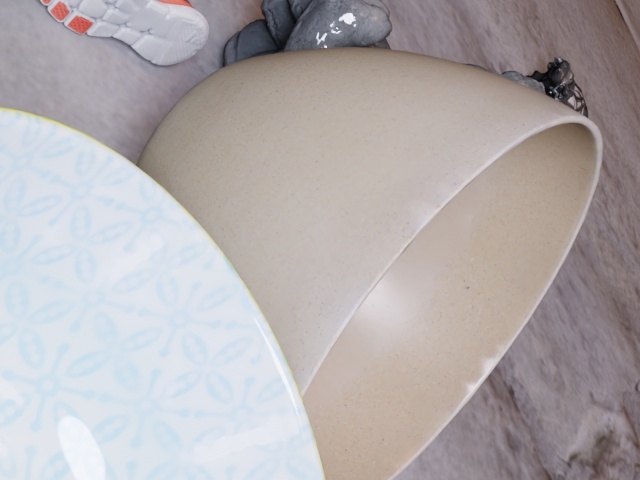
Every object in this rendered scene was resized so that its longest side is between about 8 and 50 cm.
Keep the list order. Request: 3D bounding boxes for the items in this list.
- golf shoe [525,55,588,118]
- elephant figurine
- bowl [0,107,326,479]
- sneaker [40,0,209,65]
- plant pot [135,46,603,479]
[{"bbox_3d":[0.258,-0.126,1.440,0.094,0.077,0.198,57,31,-16],"label":"golf shoe"},{"bbox_3d":[0.051,-0.080,0.963,0.239,0.186,0.169,36,17,-28],"label":"elephant figurine"},{"bbox_3d":[-0.138,0.110,0.522,0.289,0.156,0.289,39,38,-39],"label":"bowl"},{"bbox_3d":[-0.136,-0.167,0.853,0.158,0.061,0.065,33,27,-55],"label":"sneaker"},{"bbox_3d":[0.000,0.000,0.768,0.191,0.284,0.284,38,20,23],"label":"plant pot"}]
